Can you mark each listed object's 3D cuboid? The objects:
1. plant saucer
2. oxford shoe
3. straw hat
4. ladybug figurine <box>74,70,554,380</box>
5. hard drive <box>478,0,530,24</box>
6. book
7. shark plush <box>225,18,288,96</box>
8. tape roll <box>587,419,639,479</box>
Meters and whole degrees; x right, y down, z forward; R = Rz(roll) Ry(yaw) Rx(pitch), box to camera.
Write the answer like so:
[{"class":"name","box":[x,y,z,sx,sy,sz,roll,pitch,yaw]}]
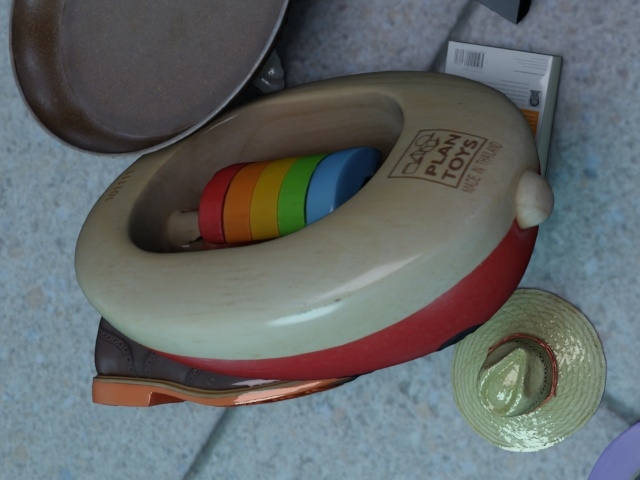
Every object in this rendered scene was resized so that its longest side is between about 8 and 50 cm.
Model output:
[{"class":"plant saucer","box":[-0.139,-0.213,1.597,0.311,0.050,0.310,-12,68,30]},{"class":"oxford shoe","box":[-0.090,0.096,1.632,0.271,0.097,0.098,-3,89,26]},{"class":"straw hat","box":[0.162,0.115,1.532,0.144,0.061,0.144,3,97,26]},{"class":"ladybug figurine","box":[0.000,0.000,1.485,0.449,0.305,0.162,-2,131,42]},{"class":"hard drive","box":[0.116,-0.243,1.504,0.135,0.094,0.022,34,64,18]},{"class":"book","box":[0.143,-0.089,1.535,0.096,0.035,0.144,12,101,27]},{"class":"shark plush","box":[-0.103,-0.172,1.631,0.161,0.073,0.067,16,133,18]},{"class":"tape roll","box":[0.309,0.221,1.464,0.189,0.080,0.189,3,98,25]}]
